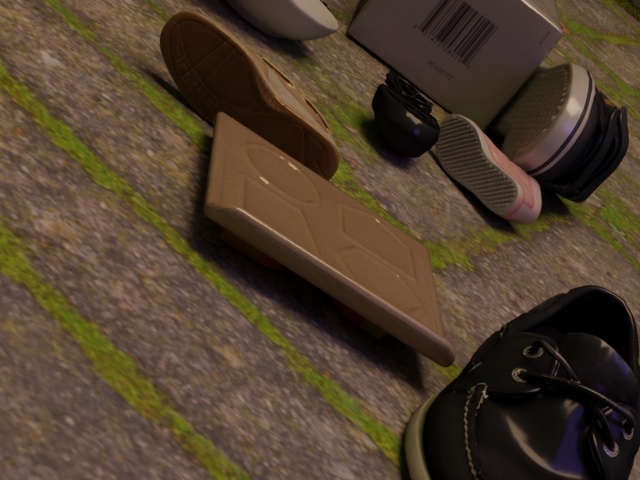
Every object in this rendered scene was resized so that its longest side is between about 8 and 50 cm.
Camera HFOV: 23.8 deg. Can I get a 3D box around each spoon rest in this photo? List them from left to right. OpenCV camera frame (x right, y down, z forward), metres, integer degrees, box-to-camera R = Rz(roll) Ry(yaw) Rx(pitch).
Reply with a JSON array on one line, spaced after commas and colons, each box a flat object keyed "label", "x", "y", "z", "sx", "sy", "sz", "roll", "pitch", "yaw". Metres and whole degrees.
[{"label": "spoon rest", "x": -0.082, "y": -0.257, "z": 1.403, "sx": 0.276, "sy": 0.084, "sz": 0.137, "roll": 14, "pitch": 31, "yaw": -48}]

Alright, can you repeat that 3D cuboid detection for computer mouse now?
[{"label": "computer mouse", "x": 0.076, "y": -0.123, "z": 1.467, "sx": 0.071, "sy": 0.041, "sz": 0.242, "roll": 35, "pitch": 13, "yaw": -6}]

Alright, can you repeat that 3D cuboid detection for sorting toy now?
[{"label": "sorting toy", "x": 0.000, "y": 0.000, "z": 1.052, "sx": 0.193, "sy": 0.038, "sz": 0.208, "roll": 33, "pitch": 15, "yaw": -15}]

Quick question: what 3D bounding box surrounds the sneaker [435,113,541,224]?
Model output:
[{"label": "sneaker", "x": 0.163, "y": -0.064, "z": 1.459, "sx": 0.070, "sy": 0.051, "sz": 0.134, "roll": 24, "pitch": 24, "yaw": -49}]

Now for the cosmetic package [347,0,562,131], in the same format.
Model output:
[{"label": "cosmetic package", "x": 0.164, "y": -0.285, "z": 1.793, "sx": 0.197, "sy": 0.155, "sz": 0.365, "roll": 37, "pitch": 19, "yaw": -6}]

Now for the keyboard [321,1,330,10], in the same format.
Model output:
[{"label": "keyboard", "x": -0.067, "y": -0.313, "z": 1.626, "sx": 0.192, "sy": 0.038, "sz": 0.100, "roll": 40, "pitch": 19, "yaw": 7}]

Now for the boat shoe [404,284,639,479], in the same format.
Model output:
[{"label": "boat shoe", "x": 0.150, "y": 0.103, "z": 0.958, "sx": 0.127, "sy": 0.113, "sz": 0.340, "roll": 42, "pitch": 20, "yaw": 9}]

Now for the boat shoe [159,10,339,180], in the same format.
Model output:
[{"label": "boat shoe", "x": -0.053, "y": -0.109, "z": 1.163, "sx": 0.170, "sy": 0.063, "sz": 0.059, "roll": 46, "pitch": 16, "yaw": -7}]

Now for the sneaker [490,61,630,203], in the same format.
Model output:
[{"label": "sneaker", "x": 0.263, "y": -0.109, "z": 1.586, "sx": 0.127, "sy": 0.126, "sz": 0.321, "roll": 38, "pitch": 12, "yaw": -5}]
